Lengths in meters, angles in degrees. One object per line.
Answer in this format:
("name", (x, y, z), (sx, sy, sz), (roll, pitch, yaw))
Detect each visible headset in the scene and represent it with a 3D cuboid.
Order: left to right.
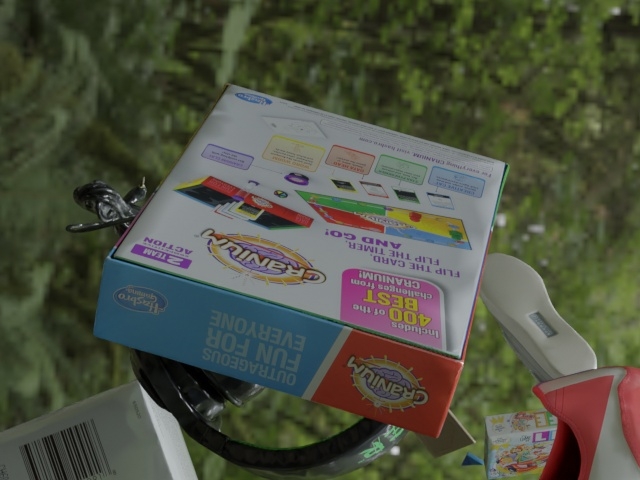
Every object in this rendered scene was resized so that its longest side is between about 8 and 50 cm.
("headset", (-0.064, 0.053, 1.388), (0.243, 0.394, 0.185), (-54, 153, -7))

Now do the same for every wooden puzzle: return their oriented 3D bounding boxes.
("wooden puzzle", (0.134, 0.213, 1.816), (0.116, 0.078, 0.014), (56, 45, -16))

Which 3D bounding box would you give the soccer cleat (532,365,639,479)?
("soccer cleat", (0.182, 0.235, 1.100), (0.108, 0.116, 0.318), (-121, -145, -69))

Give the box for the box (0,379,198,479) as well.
("box", (-0.208, 0.244, 1.486), (0.119, 0.181, 0.182), (43, 25, -81))

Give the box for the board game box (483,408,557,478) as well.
("board game box", (0.255, 0.217, 1.732), (0.103, 0.154, 0.026), (82, 1, -55))

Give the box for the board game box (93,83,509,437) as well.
("board game box", (0.000, 0.000, 1.156), (0.316, 0.242, 0.064), (-65, 170, -61))

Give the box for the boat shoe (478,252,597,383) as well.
("boat shoe", (0.204, 0.087, 1.532), (0.184, 0.066, 0.063), (48, -32, 37))
